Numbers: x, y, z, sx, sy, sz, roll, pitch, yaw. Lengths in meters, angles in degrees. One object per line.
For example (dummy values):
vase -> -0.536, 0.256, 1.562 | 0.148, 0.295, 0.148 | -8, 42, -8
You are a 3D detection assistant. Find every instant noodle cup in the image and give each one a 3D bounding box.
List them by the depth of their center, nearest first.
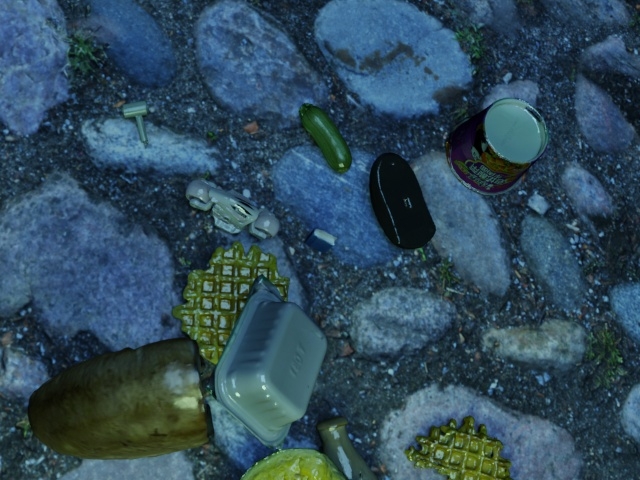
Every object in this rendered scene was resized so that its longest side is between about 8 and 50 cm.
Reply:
instant noodle cup -> 0.498, -0.271, 2.029 | 0.251, 0.190, 0.251 | 4, 74, -13

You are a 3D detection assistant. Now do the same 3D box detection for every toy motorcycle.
toy motorcycle -> -0.218, -0.081, 1.839 | 0.254, 0.112, 0.112 | 26, 71, -8

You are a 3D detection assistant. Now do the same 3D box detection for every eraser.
eraser -> 0.000, 0.000, 1.885 | 0.063, 0.085, 0.027 | 26, 70, -7

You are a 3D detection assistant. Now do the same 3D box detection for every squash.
squash -> 0.016, -0.279, 1.973 | 0.077, 0.068, 0.219 | -34, 85, -15

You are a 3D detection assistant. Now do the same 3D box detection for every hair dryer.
hair dryer -> -0.466, -0.294, 1.877 | 0.063, 0.038, 0.124 | -13, 86, -16

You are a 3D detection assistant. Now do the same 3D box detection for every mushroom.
mushroom -> -0.439, 0.358, 1.577 | 0.398, 0.313, 0.224 | -8, 73, -10
mushroom -> 0.064, 0.542, 1.750 | 0.108, 0.096, 0.247 | -26, 81, -12

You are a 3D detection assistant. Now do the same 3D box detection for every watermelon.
watermelon -> -0.041, 0.651, 1.637 | 0.331, 0.189, 0.330 | -10, 57, 16

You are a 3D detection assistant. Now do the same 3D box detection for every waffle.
waffle -> -0.193, 0.164, 1.807 | 0.307, 0.060, 0.312 | 38, 71, -3
waffle -> 0.368, 0.591, 1.830 | 0.260, 0.069, 0.292 | -22, 83, -18

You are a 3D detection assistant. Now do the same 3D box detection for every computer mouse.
computer mouse -> 0.206, -0.101, 1.965 | 0.138, 0.086, 0.269 | -22, 90, -24

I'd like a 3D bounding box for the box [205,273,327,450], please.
box -> -0.088, 0.272, 1.666 | 0.264, 0.106, 0.336 | 49, 41, -27
